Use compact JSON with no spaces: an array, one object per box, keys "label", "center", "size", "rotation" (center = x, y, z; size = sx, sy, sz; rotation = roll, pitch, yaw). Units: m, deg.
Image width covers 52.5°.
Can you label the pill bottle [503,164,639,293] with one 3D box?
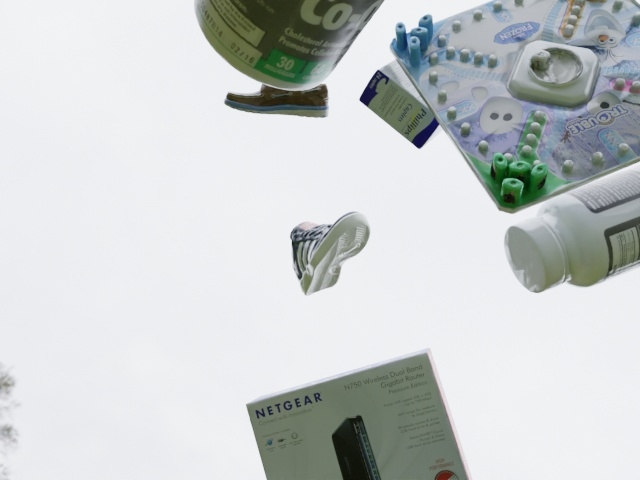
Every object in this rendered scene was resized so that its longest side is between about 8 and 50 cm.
[{"label":"pill bottle","center":[0.503,-0.018,1.166],"size":[0.319,0.176,0.176],"rotation":[-19,-50,-11]}]

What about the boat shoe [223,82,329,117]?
[{"label":"boat shoe","center":[-0.075,-0.253,1.125],"size":[0.183,0.066,0.066],"rotation":[2,-72,-8]}]

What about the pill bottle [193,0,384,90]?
[{"label":"pill bottle","center":[0.013,-0.360,0.726],"size":[0.204,0.204,0.361],"rotation":[37,-45,-6]}]

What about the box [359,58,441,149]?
[{"label":"box","center":[0.158,-0.239,1.100],"size":[0.137,0.126,0.072],"rotation":[41,-48,7]}]

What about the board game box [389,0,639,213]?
[{"label":"board game box","center":[0.357,-0.265,0.983],"size":[0.390,0.389,0.050],"rotation":[-22,-32,-5]}]

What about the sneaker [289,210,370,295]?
[{"label":"sneaker","center":[0.000,0.000,1.493],"size":[0.148,0.131,0.350],"rotation":[64,-28,18]}]

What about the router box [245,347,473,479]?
[{"label":"router box","center":[0.073,0.377,1.114],"size":[0.336,0.082,0.300],"rotation":[-19,-97,11]}]
